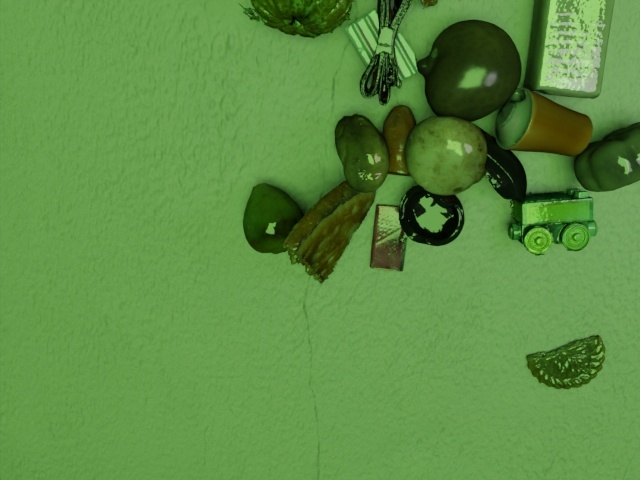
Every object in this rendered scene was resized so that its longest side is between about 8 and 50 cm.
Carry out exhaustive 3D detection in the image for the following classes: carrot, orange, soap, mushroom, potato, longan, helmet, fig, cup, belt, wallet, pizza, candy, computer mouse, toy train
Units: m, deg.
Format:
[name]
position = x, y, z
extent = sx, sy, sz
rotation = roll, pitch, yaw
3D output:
[carrot]
position = 0.253, -0.313, 1.817
extent = 0.159, 0.159, 0.225
rotation = 0, 95, 5
[orange]
position = -0.053, -0.710, 1.615
extent = 0.301, 0.300, 0.223
rotation = 10, 92, 47
[soap]
position = 0.193, -0.583, 1.746
extent = 0.145, 0.091, 0.231
rotation = -29, 104, 17
[mushroom]
position = 0.369, -0.247, 1.676
extent = 0.254, 0.184, 0.255
rotation = 4, 117, 7
[potato]
position = 0.124, -0.279, 1.760
extent = 0.141, 0.296, 0.192
rotation = -10, 137, -17
[longan]
position = 0.429, -0.489, 1.677
extent = 0.300, 0.243, 0.300
rotation = 0, 89, 8
[helmet]
position = 0.358, -0.087, 1.842
extent = 0.216, 0.193, 0.189
rotation = 38, 113, 0
[fig]
position = -0.152, -0.070, 1.890
extent = 0.207, 0.207, 0.230
rotation = 3, 104, 4
[cup]
position = 0.661, -0.358, 1.720
extent = 0.263, 0.226, 0.182
rotation = 10, 144, -17
[belt]
position = 0.191, -0.576, 1.651
extent = 0.126, 0.094, 0.360
rotation = 8, 109, 6
[wallet]
position = 0.238, -0.008, 1.969
extent = 0.119, 0.025, 0.232
rotation = 5, 108, 4
[pizza]
position = 0.000, 0.000, 1.866
extent = 0.130, 0.440, 0.406
rotation = 35, 138, 20
[candy]
position = 0.725, -0.598, 1.662
extent = 0.207, 0.145, 0.359
rotation = 3, 108, 4
[computer mouse]
position = 0.554, -0.251, 1.775
extent = 0.087, 0.168, 0.295
rotation = -33, 99, 36
[toy train]
position = 0.742, -0.063, 1.839
extent = 0.271, 0.159, 0.188
rotation = -3, 102, 7

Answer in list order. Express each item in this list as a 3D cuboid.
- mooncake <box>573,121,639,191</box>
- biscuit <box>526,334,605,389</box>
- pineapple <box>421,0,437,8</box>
[mooncake]
position = 0.889, -0.252, 1.708
extent = 0.274, 0.275, 0.135
rotation = -28, 97, 13
[biscuit]
position = 0.897, 0.455, 2.060
extent = 0.273, 0.036, 0.187
rotation = -23, 105, 12
[pineapple]
position = 0.327, -0.865, 1.574
extent = 0.286, 0.209, 0.344
rotation = -31, 102, 14
